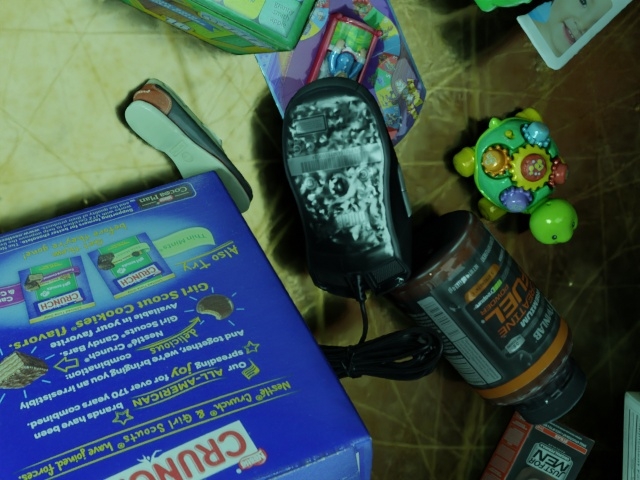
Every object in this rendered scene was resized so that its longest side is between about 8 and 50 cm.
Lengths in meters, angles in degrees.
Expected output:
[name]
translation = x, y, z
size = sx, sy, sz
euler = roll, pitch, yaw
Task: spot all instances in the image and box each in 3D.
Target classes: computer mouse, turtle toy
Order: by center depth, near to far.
[computer mouse]
translation = 0.000, 0.000, 1.172
size = 0.184, 0.060, 0.262
euler = -14, 92, 23
[turtle toy]
translation = 0.188, -0.055, 1.237
size = 0.095, 0.066, 0.130
euler = -34, 105, -11

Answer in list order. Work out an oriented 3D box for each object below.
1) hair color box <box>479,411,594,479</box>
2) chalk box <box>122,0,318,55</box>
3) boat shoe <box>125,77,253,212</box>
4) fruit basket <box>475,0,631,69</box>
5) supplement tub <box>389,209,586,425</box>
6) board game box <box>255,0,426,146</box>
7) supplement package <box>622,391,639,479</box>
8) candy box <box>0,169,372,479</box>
[hair color box]
translation = 0.190, 0.232, 1.284
size = 0.072, 0.043, 0.141
euler = 28, 88, -19
[chalk box]
translation = -0.066, -0.228, 1.061
size = 0.132, 0.213, 0.132
euler = 25, 88, -18
[boat shoe]
translation = -0.105, -0.079, 1.156
size = 0.137, 0.049, 0.043
euler = 43, 44, -17
[fruit basket]
translation = 0.235, -0.375, 1.168
size = 0.353, 0.165, 0.327
euler = -39, 106, -13
[supplement tub]
translation = 0.154, 0.074, 1.222
size = 0.106, 0.106, 0.198
euler = -45, 107, -8
[board game box]
translation = 0.023, -0.148, 1.193
size = 0.133, 0.033, 0.168
euler = -26, 104, -13
[supplement package]
translation = 0.402, 0.283, 1.284
size = 0.204, 0.145, 0.262
euler = -1, 97, -5
[candy box]
translation = -0.144, 0.116, 1.021
size = 0.268, 0.317, 0.122
euler = -17, 134, -15
